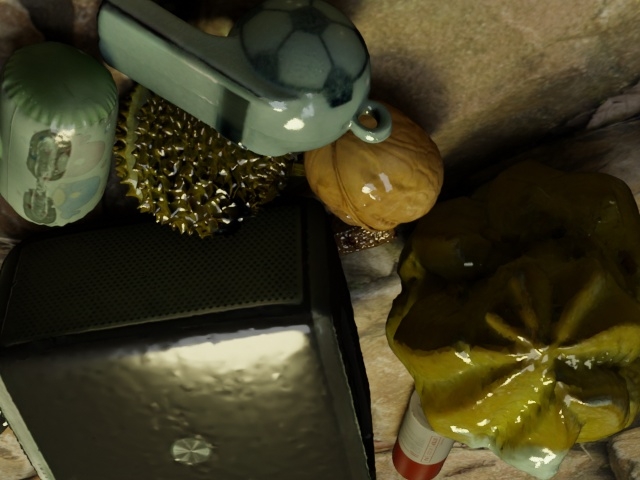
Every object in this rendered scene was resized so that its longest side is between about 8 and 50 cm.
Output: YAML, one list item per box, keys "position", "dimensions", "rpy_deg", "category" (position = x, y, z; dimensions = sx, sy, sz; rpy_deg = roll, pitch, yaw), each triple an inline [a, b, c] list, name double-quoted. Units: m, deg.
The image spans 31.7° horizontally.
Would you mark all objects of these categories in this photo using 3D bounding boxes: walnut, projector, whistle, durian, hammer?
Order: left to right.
- position: [-0.374, -0.120, 1.120]
  dimensions: [0.336, 0.118, 0.206]
  rpy_deg: [8, 143, -13]
  category: "hammer"
- position: [-0.150, 0.164, 1.395]
  dimensions: [0.405, 0.242, 0.395]
  rpy_deg: [-9, 131, 6]
  category: "projector"
- position: [-0.109, -0.070, 1.219]
  dimensions: [0.237, 0.137, 0.193]
  rpy_deg: [8, 144, -26]
  category: "durian"
- position: [-0.056, -0.178, 1.092]
  dimensions: [0.290, 0.163, 0.163]
  rpy_deg: [32, 142, 7]
  category: "whistle"
- position: [0.061, -0.080, 1.245]
  dimensions: [0.144, 0.144, 0.180]
  rpy_deg: [-19, 149, 15]
  category: "walnut"

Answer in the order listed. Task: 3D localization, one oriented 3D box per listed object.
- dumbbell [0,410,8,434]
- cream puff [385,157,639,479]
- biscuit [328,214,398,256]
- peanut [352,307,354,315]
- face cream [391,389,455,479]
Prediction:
- position: [-0.517, 0.132, 1.384]
  dimensions: [0.388, 0.185, 0.185]
  rpy_deg: [24, 134, -40]
  category: "dumbbell"
- position: [0.236, 0.077, 1.305]
  dimensions: [0.378, 0.378, 0.275]
  rpy_deg: [-23, 159, 20]
  category: "cream puff"
- position: [0.000, 0.000, 1.440]
  dimensions: [0.199, 0.034, 0.064]
  rpy_deg: [-14, 146, 9]
  category: "biscuit"
- position: [0.003, 0.131, 1.588]
  dimensions: [0.089, 0.089, 0.192]
  rpy_deg: [-3, 147, -9]
  category: "peanut"
- position: [0.182, 0.328, 1.916]
  dimensions: [0.096, 0.095, 0.214]
  rpy_deg: [-3, 146, -9]
  category: "face cream"
